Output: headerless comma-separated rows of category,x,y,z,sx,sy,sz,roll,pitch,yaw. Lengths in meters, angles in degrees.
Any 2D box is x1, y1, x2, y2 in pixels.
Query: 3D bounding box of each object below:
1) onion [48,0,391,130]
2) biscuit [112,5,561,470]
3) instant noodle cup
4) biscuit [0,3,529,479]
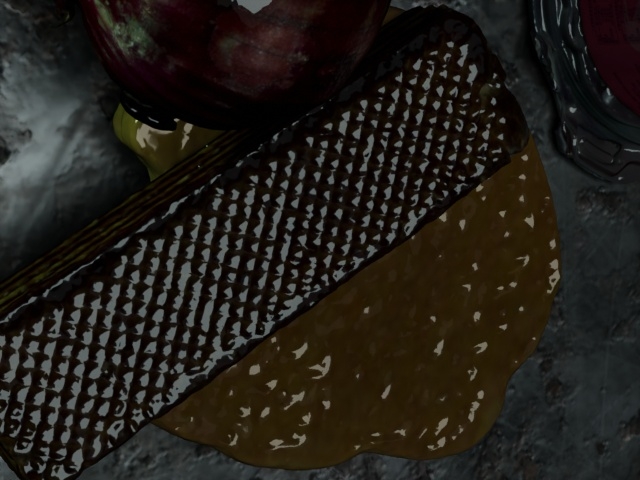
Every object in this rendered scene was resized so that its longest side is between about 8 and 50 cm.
onion,-0.058,-0.183,0.835,0.281,0.281,0.221,23,126,-25
biscuit,0.000,0.000,0.998,0.351,0.057,0.312,-5,97,-23
instant noodle cup,0.299,-0.175,1.042,0.258,0.181,0.302,16,90,-27
biscuit,-0.046,-0.004,0.907,0.388,0.073,0.107,-35,111,-16
